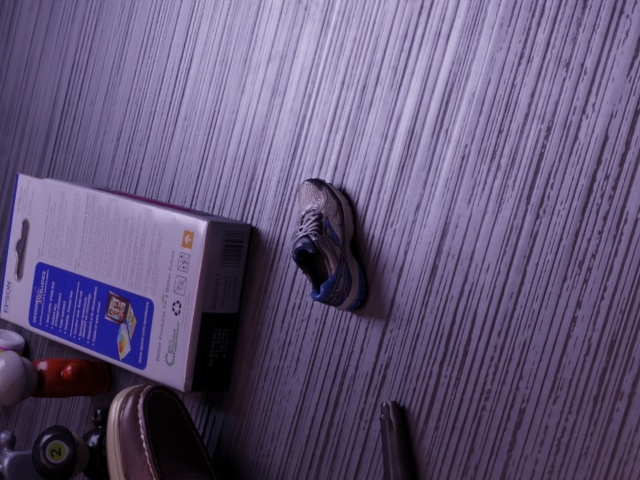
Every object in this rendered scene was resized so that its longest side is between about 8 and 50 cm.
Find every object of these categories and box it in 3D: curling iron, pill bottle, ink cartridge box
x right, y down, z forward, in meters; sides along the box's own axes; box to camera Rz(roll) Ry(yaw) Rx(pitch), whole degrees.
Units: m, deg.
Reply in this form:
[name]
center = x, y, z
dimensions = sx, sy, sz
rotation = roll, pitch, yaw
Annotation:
[curling iron]
center = 0.066, 0.278, 1.412
dimensions = 0.068, 0.035, 0.274
rotation = -14, 77, 46
[pill bottle]
center = -0.383, 0.151, 1.918
dimensions = 0.043, 0.043, 0.083
rotation = 33, 111, 45
[ink cartridge box]
center = -0.222, 0.037, 1.735
dimensions = 0.371, 0.069, 0.176
rotation = 14, 97, 45

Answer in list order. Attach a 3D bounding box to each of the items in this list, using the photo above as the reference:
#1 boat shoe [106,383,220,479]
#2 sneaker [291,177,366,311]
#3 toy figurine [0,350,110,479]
[boat shoe]
center = -0.100, 0.283, 1.545
dimensions = 0.123, 0.123, 0.342
rotation = -33, 66, 32
[sneaker]
center = 0.000, 0.000, 1.496
dimensions = 0.052, 0.058, 0.135
rotation = -38, 59, 39
[toy figurine]
center = -0.292, 0.241, 1.730
dimensions = 0.213, 0.148, 0.210
rotation = 46, 119, 40
